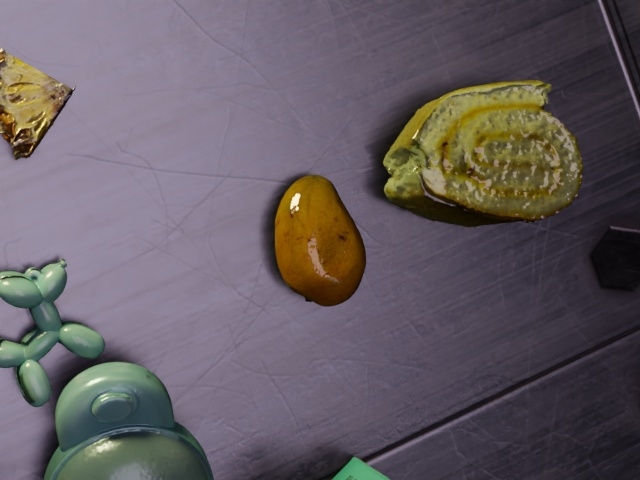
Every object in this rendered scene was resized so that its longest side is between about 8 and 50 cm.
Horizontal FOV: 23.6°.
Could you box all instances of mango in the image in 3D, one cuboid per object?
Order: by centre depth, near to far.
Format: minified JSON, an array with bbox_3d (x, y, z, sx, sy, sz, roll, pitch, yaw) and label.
[{"bbox_3d":[-0.005,0.004,1.952,0.115,0.089,0.165,-29,98,-14],"label":"mango"}]

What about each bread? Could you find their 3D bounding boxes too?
[{"bbox_3d":[0.206,-0.110,1.991,0.257,0.124,0.185,-3,88,-15],"label":"bread"}]

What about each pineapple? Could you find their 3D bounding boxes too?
[{"bbox_3d":[-0.353,-0.171,1.850,0.116,0.069,0.137,-17,97,-13],"label":"pineapple"}]

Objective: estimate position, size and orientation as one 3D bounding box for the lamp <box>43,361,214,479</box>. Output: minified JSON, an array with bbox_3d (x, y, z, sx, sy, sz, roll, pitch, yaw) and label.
[{"bbox_3d":[-0.239,0.285,1.874,0.209,0.147,0.284,-11,96,-12],"label":"lamp"}]

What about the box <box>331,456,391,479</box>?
[{"bbox_3d":[0.001,0.432,1.925,0.311,0.205,0.118,-44,102,-9],"label":"box"}]

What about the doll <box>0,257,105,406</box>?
[{"bbox_3d":[-0.345,0.104,1.876,0.158,0.059,0.159,44,83,-15],"label":"doll"}]
